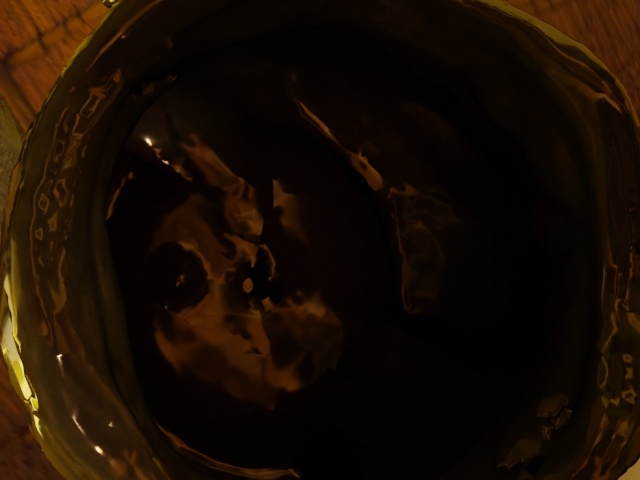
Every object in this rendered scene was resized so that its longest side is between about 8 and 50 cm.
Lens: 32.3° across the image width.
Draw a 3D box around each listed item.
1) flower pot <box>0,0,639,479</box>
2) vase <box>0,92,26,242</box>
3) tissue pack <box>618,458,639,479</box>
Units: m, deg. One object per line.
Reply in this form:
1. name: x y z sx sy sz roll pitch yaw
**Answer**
1. flower pot: 0.000 0.000 0.502 0.301 0.213 0.302 2 -95 -18
2. vase: -0.244 -0.077 0.754 0.096 0.096 0.219 -29 -91 10
3. tissue pack: 0.232 0.146 0.964 0.229 0.145 0.159 9 -67 46
